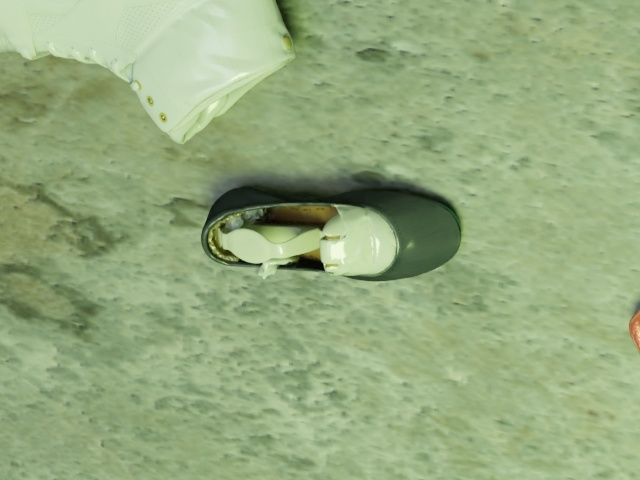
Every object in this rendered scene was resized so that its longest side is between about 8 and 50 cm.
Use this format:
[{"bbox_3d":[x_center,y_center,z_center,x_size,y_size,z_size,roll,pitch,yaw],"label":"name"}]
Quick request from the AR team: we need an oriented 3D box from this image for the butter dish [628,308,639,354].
[{"bbox_3d":[0.283,0.097,1.071,0.160,0.118,0.160,-35,90,35],"label":"butter dish"}]

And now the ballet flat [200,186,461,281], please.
[{"bbox_3d":[0.000,0.000,1.220,0.203,0.074,0.074,5,111,27],"label":"ballet flat"}]

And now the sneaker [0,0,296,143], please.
[{"bbox_3d":[-0.156,-0.141,1.231,0.292,0.108,0.169,-15,98,31],"label":"sneaker"}]
